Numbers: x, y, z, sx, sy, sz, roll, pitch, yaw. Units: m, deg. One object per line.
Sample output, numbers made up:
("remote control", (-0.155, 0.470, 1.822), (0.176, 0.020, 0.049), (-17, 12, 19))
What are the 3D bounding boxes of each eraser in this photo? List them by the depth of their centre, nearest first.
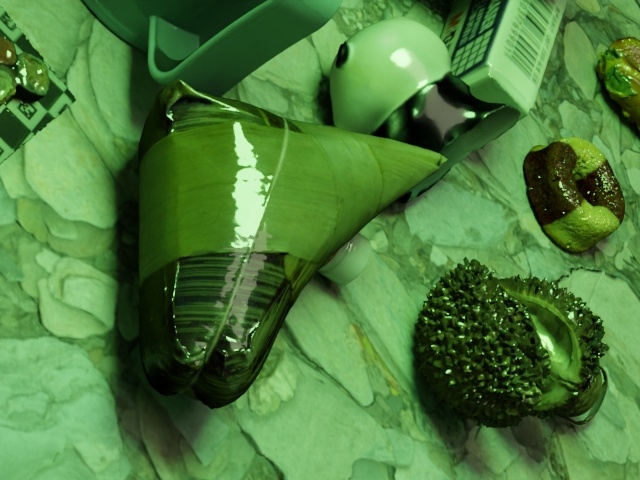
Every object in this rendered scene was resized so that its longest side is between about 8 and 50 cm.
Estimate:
("eraser", (0.203, -0.232, 2.041), (0.081, 0.124, 0.279), (42, 45, -21))

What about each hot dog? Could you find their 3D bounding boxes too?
("hot dog", (0.454, -0.160, 2.287), (0.269, 0.072, 0.115), (40, 46, -19))

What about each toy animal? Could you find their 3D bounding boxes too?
("toy animal", (0.096, -0.149, 1.880), (0.166, 0.138, 0.179), (-37, 87, -32))

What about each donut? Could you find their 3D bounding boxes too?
("donut", (0.301, -0.059, 2.093), (0.140, 0.059, 0.140), (21, 54, -32))

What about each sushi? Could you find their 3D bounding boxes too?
("sushi", (-0.307, -0.178, 1.577), (0.201, 0.031, 0.139), (51, 42, -10))

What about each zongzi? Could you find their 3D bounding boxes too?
("zongzi", (-0.012, 0.016, 1.624), (0.318, 0.154, 0.289), (6, 65, -20))

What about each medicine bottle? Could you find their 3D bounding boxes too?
("medicine bottle", (0.000, 0.000, 1.761), (0.089, 0.057, 0.057), (34, 48, -28))

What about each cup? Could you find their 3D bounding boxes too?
("cup", (-0.082, -0.331, 1.674), (0.257, 0.311, 0.331), (46, 43, -15))

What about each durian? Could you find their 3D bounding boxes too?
("durian", (0.189, 0.096, 1.822), (0.196, 0.167, 0.196), (32, 32, -23))

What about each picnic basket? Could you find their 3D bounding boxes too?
("picnic basket", (0.281, 0.163, 1.944), (0.083, 0.072, 0.072), (32, 48, -41))
